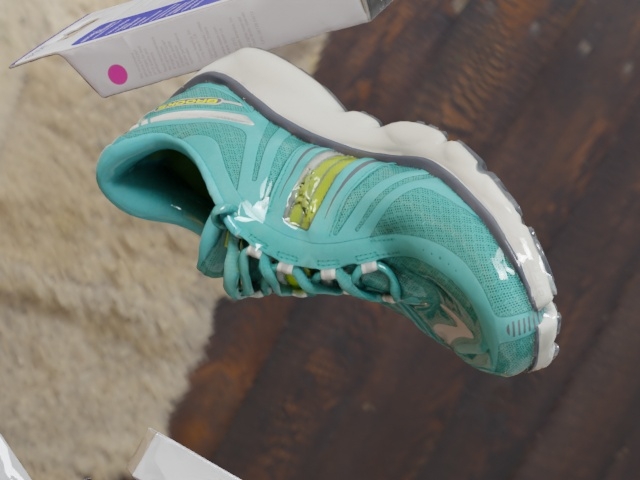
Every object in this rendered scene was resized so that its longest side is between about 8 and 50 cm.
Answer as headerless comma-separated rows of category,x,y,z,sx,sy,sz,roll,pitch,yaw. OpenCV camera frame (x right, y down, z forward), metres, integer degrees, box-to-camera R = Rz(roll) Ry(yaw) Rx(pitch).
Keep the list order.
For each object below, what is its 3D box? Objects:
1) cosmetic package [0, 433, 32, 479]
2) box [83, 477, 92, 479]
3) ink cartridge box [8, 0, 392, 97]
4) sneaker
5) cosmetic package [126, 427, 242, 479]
cosmetic package,-0.219,0.253,1.192,0.107,0.238,0.127,-28,163,-45
box,-0.236,0.356,1.950,0.029,0.162,0.116,-21,157,-32
ink cartridge box,-0.097,-0.212,1.670,0.370,0.176,0.069,-10,109,25
sneaker,0.000,0.000,0.833,0.110,0.275,0.107,-30,129,-30
cosmetic package,-0.101,0.297,1.991,0.239,0.099,0.060,31,81,-7
